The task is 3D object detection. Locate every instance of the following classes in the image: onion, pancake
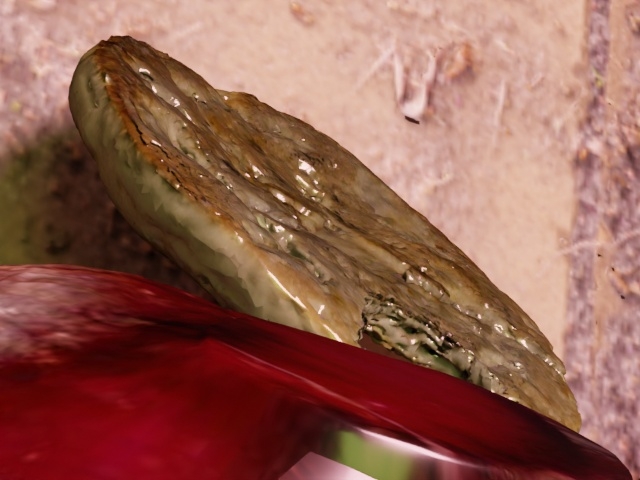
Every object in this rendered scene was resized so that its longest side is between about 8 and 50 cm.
[{"bbox_3d":[-0.104,0.213,0.464,0.398,0.398,0.420,2,93,-30],"label":"onion"},{"bbox_3d":[0.000,0.000,0.693,0.253,0.037,0.253,35,12,-9],"label":"pancake"}]

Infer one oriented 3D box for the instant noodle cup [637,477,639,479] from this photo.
[{"bbox_3d":[0.212,0.174,0.723,0.192,0.250,0.250,-31,89,-27],"label":"instant noodle cup"}]
